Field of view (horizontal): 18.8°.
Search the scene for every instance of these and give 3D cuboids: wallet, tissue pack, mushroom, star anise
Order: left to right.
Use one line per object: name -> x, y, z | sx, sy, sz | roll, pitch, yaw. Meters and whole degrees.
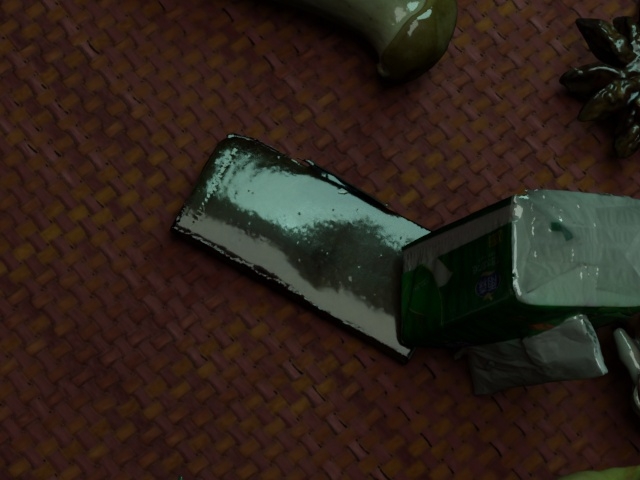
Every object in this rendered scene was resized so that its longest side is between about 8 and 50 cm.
mushroom -> -0.026, -0.276, 1.848 | 0.350, 0.128, 0.128 | 34, 66, -4
wallet -> 0.000, 0.000, 1.794 | 0.255, 0.031, 0.137 | 30, 63, -2
tissue pack -> 0.181, 0.054, 1.705 | 0.148, 0.209, 0.156 | 5, 76, -25
star anise -> 0.308, -0.181, 1.915 | 0.177, 0.073, 0.234 | -14, 66, -27

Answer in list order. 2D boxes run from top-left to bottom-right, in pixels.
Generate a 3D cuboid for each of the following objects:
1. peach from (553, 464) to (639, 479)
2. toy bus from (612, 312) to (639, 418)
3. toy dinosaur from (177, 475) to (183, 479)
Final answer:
peach -> 0.271, 0.307, 1.660 | 0.232, 0.232, 0.232 | 4, 69, -11
toy bus -> 0.383, 0.080, 1.779 | 0.232, 0.194, 0.288 | -14, 73, -4
toy dinosaur -> -0.047, 0.304, 1.644 | 0.292, 0.079, 0.120 | 41, 68, 1
